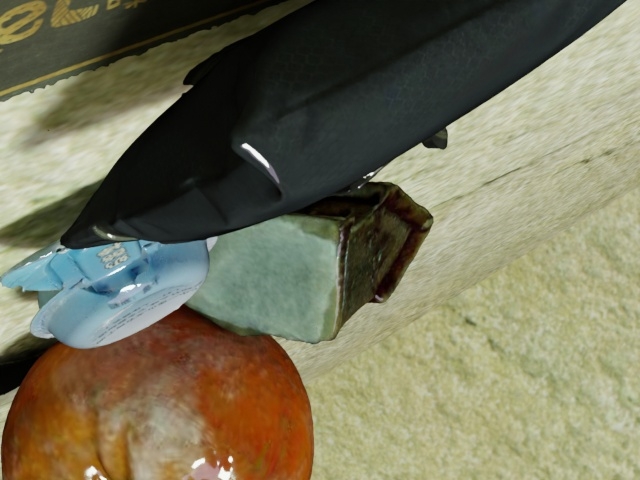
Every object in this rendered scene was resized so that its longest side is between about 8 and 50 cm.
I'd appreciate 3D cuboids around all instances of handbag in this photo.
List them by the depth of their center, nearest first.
[{"bbox_3d":[0.018,-0.069,0.633,0.254,0.088,0.211,-31,-177,-30],"label":"handbag"}]

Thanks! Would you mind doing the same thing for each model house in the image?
[{"bbox_3d":[-0.006,-0.001,1.038,0.165,0.106,0.152,7,-153,34],"label":"model house"}]

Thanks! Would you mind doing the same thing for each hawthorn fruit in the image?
[{"bbox_3d":[-0.112,0.142,1.082,0.235,0.263,0.231,5,149,31],"label":"hawthorn fruit"}]

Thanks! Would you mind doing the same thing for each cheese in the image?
[{"bbox_3d":[-0.124,0.018,0.881,0.135,0.052,0.244,-30,170,-8],"label":"cheese"}]

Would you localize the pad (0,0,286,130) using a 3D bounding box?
[{"bbox_3d":[-0.068,-0.077,0.520,0.375,0.063,0.315,-24,169,-25],"label":"pad"}]

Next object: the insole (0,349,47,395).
[{"bbox_3d":[-0.293,0.108,0.995,0.119,0.009,0.348,-30,170,17],"label":"insole"}]
